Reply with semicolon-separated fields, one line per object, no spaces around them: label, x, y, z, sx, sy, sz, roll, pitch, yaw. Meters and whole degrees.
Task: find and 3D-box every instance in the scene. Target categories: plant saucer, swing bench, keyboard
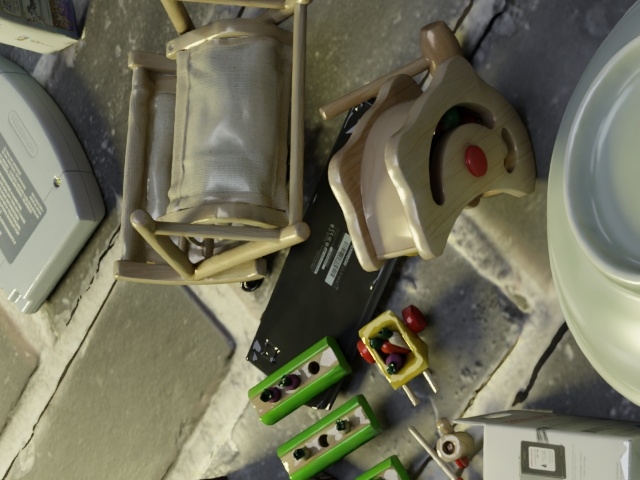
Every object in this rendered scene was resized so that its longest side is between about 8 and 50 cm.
plant saucer;0.296;-0.058;1.157;0.400;0.100;0.400;-22;62;50
swing bench;-0.111;-0.100;1.490;0.255;0.165;0.253;134;139;-73
keyboard;0.000;0.000;1.525;0.201;0.033;0.317;36;111;34

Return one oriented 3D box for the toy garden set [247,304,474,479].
toy garden set;0.053;0.200;1.436;0.204;0.049;0.244;-36;73;22

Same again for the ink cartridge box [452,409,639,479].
ink cartridge box;0.214;0.187;1.291;0.180;0.104;0.060;1;91;41

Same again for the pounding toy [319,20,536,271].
pounding toy;0.087;-0.069;1.357;0.155;0.269;0.154;-14;120;40

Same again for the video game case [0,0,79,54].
video game case;-0.404;-0.367;1.731;0.061;0.244;0.270;-20;76;29

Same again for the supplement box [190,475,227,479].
supplement box;-0.123;0.353;1.575;0.081;0.104;0.188;-42;63;32

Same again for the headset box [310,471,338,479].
headset box;0.004;0.275;1.515;0.083;0.032;0.062;24;104;37

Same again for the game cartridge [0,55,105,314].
game cartridge;-0.377;-0.082;1.835;0.198;0.062;0.297;-49;60;24
